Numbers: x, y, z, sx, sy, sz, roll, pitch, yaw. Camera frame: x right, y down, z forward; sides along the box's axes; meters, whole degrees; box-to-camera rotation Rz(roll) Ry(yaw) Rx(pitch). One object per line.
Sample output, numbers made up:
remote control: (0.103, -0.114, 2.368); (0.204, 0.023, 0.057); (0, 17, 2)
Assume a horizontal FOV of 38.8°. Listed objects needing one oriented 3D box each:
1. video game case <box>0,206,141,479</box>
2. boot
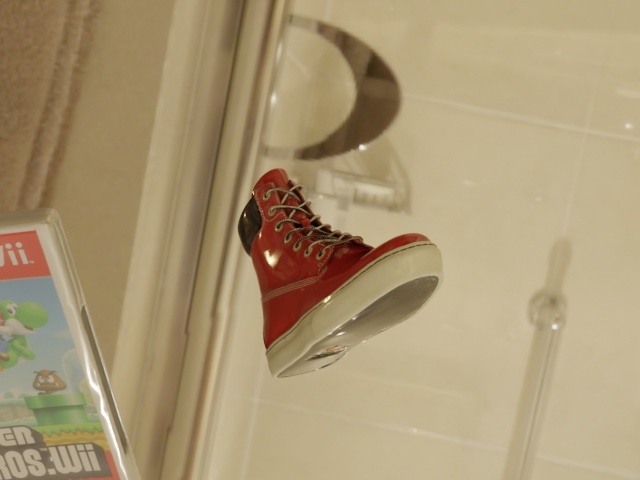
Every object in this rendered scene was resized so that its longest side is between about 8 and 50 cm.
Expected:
video game case: (-0.255, 0.114, 0.663); (0.203, 0.285, 0.025); (-6, -149, 4)
boot: (0.000, 0.000, 0.746); (0.088, 0.176, 0.244); (-6, 162, -30)
